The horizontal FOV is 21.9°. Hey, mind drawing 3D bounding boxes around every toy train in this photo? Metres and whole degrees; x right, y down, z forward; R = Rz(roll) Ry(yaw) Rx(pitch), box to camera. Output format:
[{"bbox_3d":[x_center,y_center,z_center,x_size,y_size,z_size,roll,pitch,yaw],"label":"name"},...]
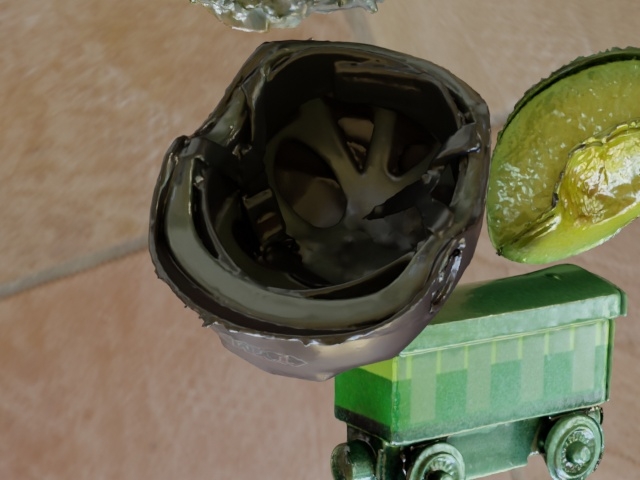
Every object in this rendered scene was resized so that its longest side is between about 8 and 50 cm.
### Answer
[{"bbox_3d":[0.135,0.133,1.461,0.301,0.120,0.202,-7,104,-34],"label":"toy train"}]

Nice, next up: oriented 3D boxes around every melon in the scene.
[{"bbox_3d":[0.269,-0.086,1.579,0.265,0.169,0.129,-33,68,9],"label":"melon"}]

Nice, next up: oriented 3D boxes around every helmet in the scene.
[{"bbox_3d":[0.000,0.000,1.232,0.225,0.305,0.177,23,147,15],"label":"helmet"}]

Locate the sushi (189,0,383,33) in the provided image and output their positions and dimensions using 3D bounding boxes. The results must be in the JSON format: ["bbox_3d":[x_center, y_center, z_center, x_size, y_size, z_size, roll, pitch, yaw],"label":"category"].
[{"bbox_3d":[-0.012,-0.299,1.327,0.184,0.139,0.274,21,114,22],"label":"sushi"}]

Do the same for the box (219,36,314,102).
[{"bbox_3d":[-0.007,-0.111,1.890,0.086,0.215,0.215,-38,99,-12],"label":"box"}]
